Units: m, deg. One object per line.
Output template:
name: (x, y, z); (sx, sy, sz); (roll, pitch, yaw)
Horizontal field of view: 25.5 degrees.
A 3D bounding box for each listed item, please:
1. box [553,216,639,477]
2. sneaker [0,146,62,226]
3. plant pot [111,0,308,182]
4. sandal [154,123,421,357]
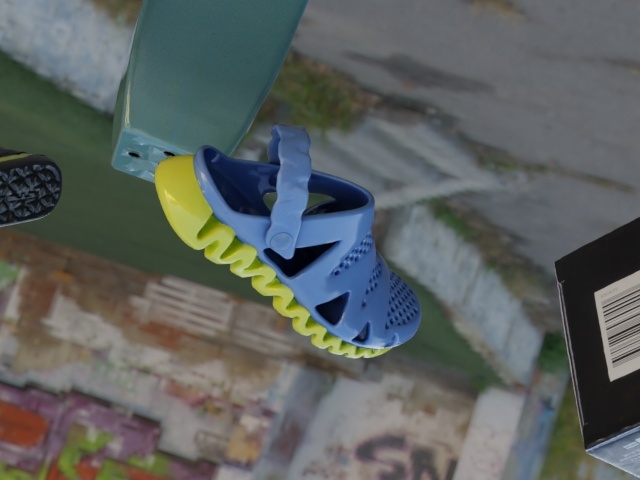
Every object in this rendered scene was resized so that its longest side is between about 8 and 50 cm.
box: (0.272, 0.090, 0.975); (0.108, 0.153, 0.207); (-31, 136, 34)
sneaker: (-0.353, -0.049, 1.326); (0.097, 0.084, 0.235); (24, -162, 40)
plant pot: (-0.129, -0.177, 1.479); (0.166, 0.234, 0.165); (21, 157, -8)
sandal: (0.000, 0.000, 1.307); (0.317, 0.138, 0.126); (37, -152, -38)
